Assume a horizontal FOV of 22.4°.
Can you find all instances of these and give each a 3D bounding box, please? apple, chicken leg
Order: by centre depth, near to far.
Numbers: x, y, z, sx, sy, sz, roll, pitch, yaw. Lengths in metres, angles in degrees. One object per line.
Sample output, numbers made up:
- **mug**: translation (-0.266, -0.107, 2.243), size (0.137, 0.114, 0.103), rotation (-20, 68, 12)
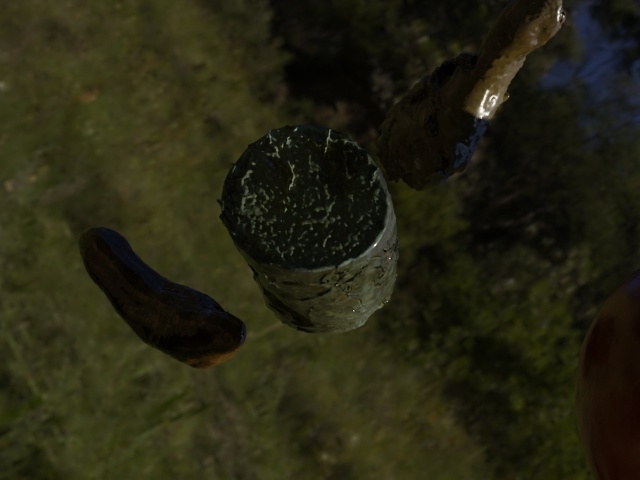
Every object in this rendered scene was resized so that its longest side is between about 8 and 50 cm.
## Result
- **chicken leg**: translation (0.108, -0.106, 1.136), size (0.069, 0.085, 0.198), rotation (50, -54, 13)
- **apple**: translation (0.304, 0.125, 1.157), size (0.251, 0.272, 0.206), rotation (25, -72, 15)

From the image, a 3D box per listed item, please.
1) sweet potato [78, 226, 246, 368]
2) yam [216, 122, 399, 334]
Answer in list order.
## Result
- **sweet potato**: translation (-0.114, 0.044, 1.117), size (0.182, 0.054, 0.053), rotation (31, -88, 38)
- **yam**: translation (0.000, 0.000, 1.506), size (0.154, 0.154, 0.254), rotation (46, -10, 22)
